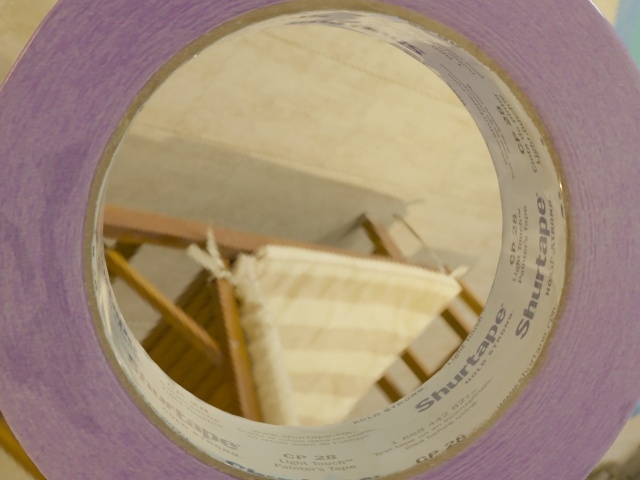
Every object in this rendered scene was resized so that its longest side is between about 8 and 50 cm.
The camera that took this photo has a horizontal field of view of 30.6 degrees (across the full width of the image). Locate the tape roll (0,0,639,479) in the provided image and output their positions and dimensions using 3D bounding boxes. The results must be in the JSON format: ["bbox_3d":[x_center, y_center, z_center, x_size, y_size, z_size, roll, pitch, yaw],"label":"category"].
[{"bbox_3d":[0.000,0.000,0.482,0.275,0.274,0.090,-39,-171,-2],"label":"tape roll"}]
